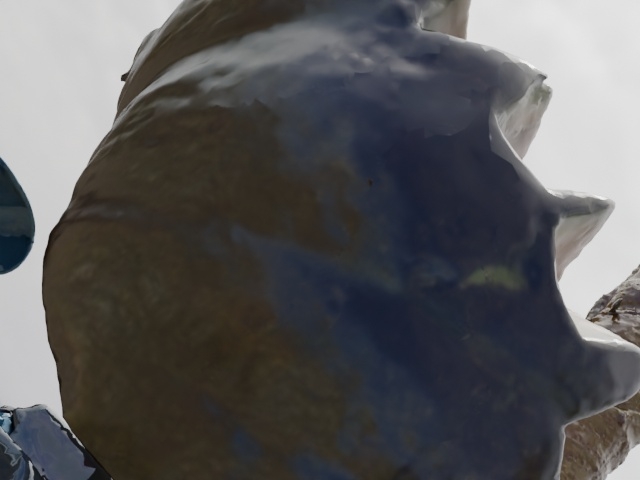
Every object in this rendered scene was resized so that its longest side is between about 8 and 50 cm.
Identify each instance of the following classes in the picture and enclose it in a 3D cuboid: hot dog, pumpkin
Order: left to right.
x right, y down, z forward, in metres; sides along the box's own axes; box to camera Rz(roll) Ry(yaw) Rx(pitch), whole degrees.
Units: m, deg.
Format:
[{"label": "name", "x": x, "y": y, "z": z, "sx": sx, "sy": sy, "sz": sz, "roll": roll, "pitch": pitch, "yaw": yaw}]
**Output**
[{"label": "pumpkin", "x": 0.000, "y": 0.000, "z": 0.563, "sx": 0.130, "sy": 0.149, "sz": 0.254, "roll": -45, "pitch": -110, "yaw": 32}, {"label": "hot dog", "x": 0.180, "y": 0.086, "z": 1.097, "sx": 0.088, "sy": 0.286, "sz": 0.061, "roll": 43, "pitch": -40, "yaw": 1}]

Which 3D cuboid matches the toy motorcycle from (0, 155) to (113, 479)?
[{"label": "toy motorcycle", "x": -0.154, "y": 0.055, "z": 0.641, "sx": 0.272, "sy": 0.182, "sz": 0.124, "roll": 38, "pitch": -23, "yaw": 39}]
